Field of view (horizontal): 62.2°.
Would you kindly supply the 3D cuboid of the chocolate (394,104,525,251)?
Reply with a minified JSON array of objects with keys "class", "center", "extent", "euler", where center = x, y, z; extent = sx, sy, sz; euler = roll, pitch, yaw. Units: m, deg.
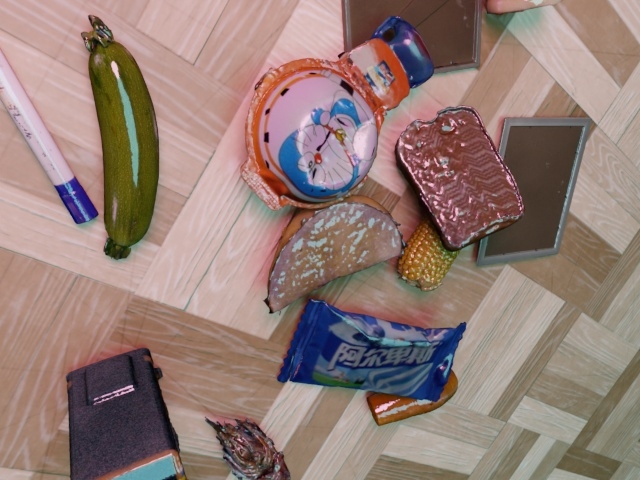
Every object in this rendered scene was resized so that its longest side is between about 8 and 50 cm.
[{"class":"chocolate","center":[0.217,-0.099,0.861],"extent":[0.148,0.093,0.214],"euler":[-26,83,-2]}]

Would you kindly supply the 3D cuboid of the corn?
[{"class":"corn","center":[0.228,-0.029,0.948],"extent":[0.260,0.091,0.091],"euler":[-57,140,0]}]

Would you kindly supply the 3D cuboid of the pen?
[{"class":"pen","center":[-0.348,-0.138,0.643],"extent":[0.033,0.033,0.269],"euler":[-27,121,-14]}]

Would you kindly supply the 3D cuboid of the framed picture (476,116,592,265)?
[{"class":"framed picture","center":[0.419,-0.098,1.055],"extent":[0.232,0.019,0.296],"euler":[-5,113,-25]}]

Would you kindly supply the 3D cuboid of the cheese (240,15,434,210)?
[{"class":"cheese","center":[0.025,-0.179,0.751],"extent":[0.329,0.129,0.217],"euler":[-43,117,-10]}]

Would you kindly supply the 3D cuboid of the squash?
[{"class":"squash","center":[-0.248,-0.115,0.682],"extent":[0.071,0.080,0.319],"euler":[-35,135,-56]}]

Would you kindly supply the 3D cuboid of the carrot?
[{"class":"carrot","center":[0.192,0.319,1.086],"extent":[0.193,0.087,0.087],"euler":[-21,120,-20]}]

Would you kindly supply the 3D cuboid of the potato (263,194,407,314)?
[{"class":"potato","center":[0.000,0.000,0.842],"extent":[0.243,0.098,0.138],"euler":[-24,117,-9]}]

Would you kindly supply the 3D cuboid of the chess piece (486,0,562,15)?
[{"class":"chess piece","center":[0.281,-0.535,0.739],"extent":[0.117,0.117,0.397],"euler":[-21,118,-17]}]

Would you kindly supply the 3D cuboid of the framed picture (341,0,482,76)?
[{"class":"framed picture","center":[0.145,-0.342,0.811],"extent":[0.250,0.016,0.184],"euler":[-17,118,-20]}]

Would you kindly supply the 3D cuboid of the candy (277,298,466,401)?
[{"class":"candy","center":[0.102,0.207,0.983],"extent":[0.331,0.077,0.187],"euler":[14,108,-14]}]

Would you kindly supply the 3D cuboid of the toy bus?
[{"class":"toy bus","center":[-0.264,0.283,0.729],"extent":[0.138,0.275,0.167],"euler":[-17,115,-19]}]

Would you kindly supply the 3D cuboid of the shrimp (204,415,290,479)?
[{"class":"shrimp","center":[-0.135,0.379,0.955],"extent":[0.090,0.079,0.233],"euler":[-45,119,-8]}]
